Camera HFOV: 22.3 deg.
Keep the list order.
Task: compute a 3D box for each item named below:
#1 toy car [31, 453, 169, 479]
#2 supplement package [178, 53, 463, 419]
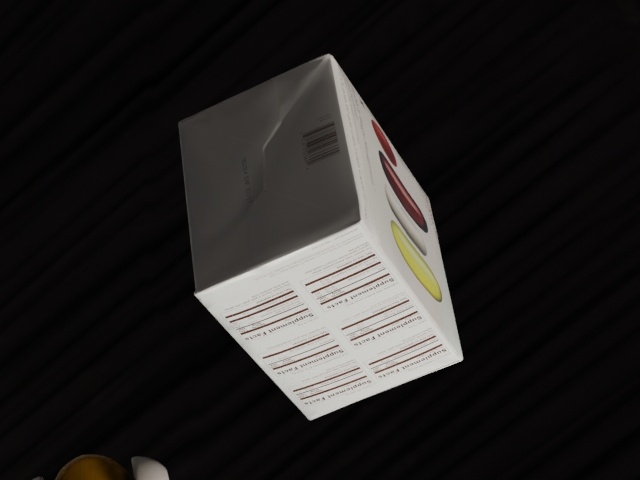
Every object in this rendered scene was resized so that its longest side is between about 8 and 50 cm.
[{"bbox_3d":[-0.221,0.315,1.652,0.136,0.159,0.182,90,-13,-53],"label":"toy car"},{"bbox_3d":[0.000,0.000,1.339,0.203,0.149,0.194,52,21,-45],"label":"supplement package"}]
